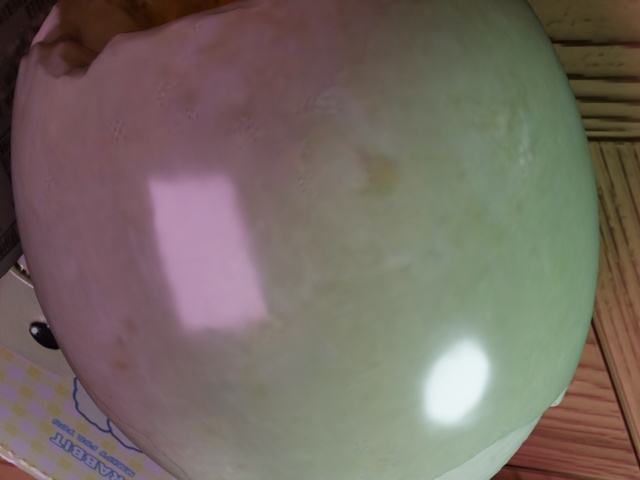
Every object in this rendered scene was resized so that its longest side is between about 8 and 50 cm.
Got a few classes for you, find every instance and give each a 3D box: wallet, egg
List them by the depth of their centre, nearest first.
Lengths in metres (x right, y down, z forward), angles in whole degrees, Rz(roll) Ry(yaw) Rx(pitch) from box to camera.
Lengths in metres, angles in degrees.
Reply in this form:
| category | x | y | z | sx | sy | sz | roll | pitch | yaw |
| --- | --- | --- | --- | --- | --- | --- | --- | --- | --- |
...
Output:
| category | x | y | z | sx | sy | sz | roll | pitch | yaw |
| --- | --- | --- | --- | --- | --- | --- | --- | --- | --- |
| egg | 0.000 | 0.000 | 0.879 | 0.278 | 0.278 | 0.336 | 3 | 126 | 39 |
| wallet | -0.130 | 0.083 | 1.236 | 0.223 | 0.077 | 0.309 | 35 | 140 | 4 |

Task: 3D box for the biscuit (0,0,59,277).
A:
| category | x | y | z | sx | sy | sz | roll | pitch | yaw |
| --- | --- | --- | --- | --- | --- | --- | --- | --- | --- |
| biscuit | -0.171 | -0.083 | 0.937 | 0.079 | 0.309 | 0.186 | -4 | 124 | 30 |
